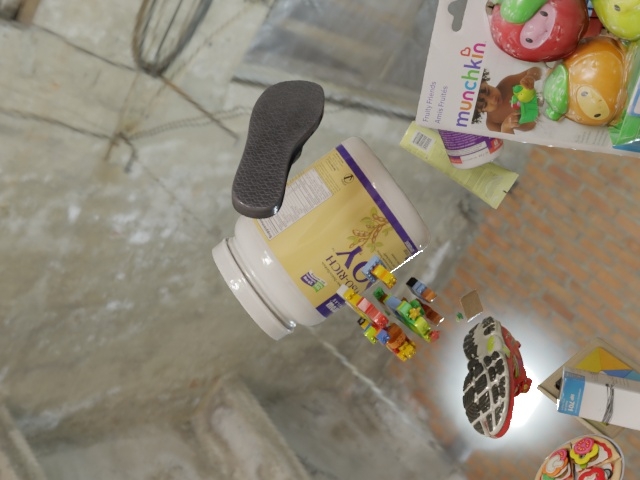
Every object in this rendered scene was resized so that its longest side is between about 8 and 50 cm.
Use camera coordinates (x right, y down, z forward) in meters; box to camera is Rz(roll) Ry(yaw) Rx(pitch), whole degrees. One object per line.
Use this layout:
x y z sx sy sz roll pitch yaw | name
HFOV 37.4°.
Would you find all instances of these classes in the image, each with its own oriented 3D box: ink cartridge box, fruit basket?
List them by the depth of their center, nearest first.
0.315 -0.247 1.141 0.353 0.327 0.165 6 -144 -4 | fruit basket
0.594 0.326 1.958 0.191 0.082 0.140 12 -175 14 | ink cartridge box

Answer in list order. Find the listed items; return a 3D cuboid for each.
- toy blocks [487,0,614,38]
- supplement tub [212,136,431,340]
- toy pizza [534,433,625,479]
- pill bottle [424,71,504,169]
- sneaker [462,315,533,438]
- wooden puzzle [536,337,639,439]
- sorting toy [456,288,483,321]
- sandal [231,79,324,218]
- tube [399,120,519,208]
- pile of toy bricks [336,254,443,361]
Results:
0.485 -0.485 1.917 0.382 0.190 0.261 11 -146 3 | toy blocks
0.000 0.000 1.675 0.241 0.331 0.241 54 -177 -5 | supplement tub
0.484 0.448 1.798 0.032 0.201 0.201 45 -165 -22 | toy pizza
0.264 -0.240 1.765 0.108 0.108 0.193 -89 -24 -67 | pill bottle
0.327 0.246 1.673 0.118 0.107 0.279 35 -147 -15 | sneaker
0.675 0.346 2.261 0.239 0.044 0.221 -32 -134 -23 | wooden puzzle
0.337 0.154 2.175 0.083 0.062 0.012 -27 -165 -33 | sorting toy
-0.066 -0.133 1.351 0.097 0.054 0.254 18 -122 8 | sandal
0.276 -0.158 1.921 0.240 0.062 0.070 31 165 6 | tube
0.125 0.111 1.359 0.105 0.118 0.212 35 170 41 | pile of toy bricks
